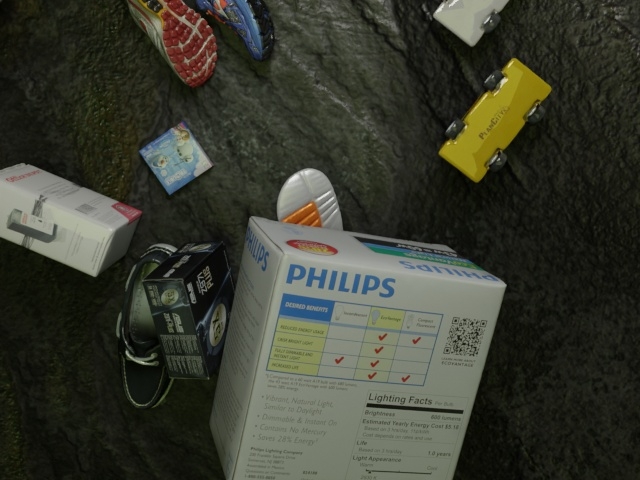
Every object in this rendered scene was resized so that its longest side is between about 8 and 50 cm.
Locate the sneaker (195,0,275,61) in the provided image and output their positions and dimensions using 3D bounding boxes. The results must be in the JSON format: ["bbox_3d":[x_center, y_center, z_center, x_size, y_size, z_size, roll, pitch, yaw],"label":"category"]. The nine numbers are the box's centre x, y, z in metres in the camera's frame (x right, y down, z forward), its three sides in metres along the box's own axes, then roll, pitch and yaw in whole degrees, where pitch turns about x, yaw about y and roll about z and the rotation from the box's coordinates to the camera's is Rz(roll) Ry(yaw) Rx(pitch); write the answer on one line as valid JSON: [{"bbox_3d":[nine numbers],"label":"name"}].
[{"bbox_3d":[-0.148,-0.377,1.317,0.087,0.083,0.221,-30,93,23],"label":"sneaker"}]

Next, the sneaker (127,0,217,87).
[{"bbox_3d":[-0.242,-0.349,1.326,0.088,0.093,0.225,-37,114,-22],"label":"sneaker"}]

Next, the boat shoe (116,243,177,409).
[{"bbox_3d":[-0.299,0.157,1.424,0.114,0.091,0.302,6,102,3],"label":"boat shoe"}]

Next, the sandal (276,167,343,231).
[{"bbox_3d":[-0.010,0.005,1.379,0.102,0.076,0.265,-21,113,-9],"label":"sandal"}]

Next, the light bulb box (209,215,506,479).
[{"bbox_3d":[0.043,0.179,1.284,0.358,0.225,0.361,9,103,-19],"label":"light bulb box"}]

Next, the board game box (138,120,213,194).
[{"bbox_3d":[-0.241,-0.138,1.395,0.090,0.020,0.090,-33,99,10],"label":"board game box"}]

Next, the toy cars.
[{"bbox_3d":[0.261,-0.290,1.296,0.177,0.087,0.393,-3,98,0],"label":"toy cars"}]

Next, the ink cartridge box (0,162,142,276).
[{"bbox_3d":[-0.425,-0.037,1.359,0.218,0.158,0.092,24,103,-1],"label":"ink cartridge box"}]

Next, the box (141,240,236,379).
[{"bbox_3d":[-0.201,0.111,1.358,0.078,0.147,0.180,-2,112,23],"label":"box"}]
